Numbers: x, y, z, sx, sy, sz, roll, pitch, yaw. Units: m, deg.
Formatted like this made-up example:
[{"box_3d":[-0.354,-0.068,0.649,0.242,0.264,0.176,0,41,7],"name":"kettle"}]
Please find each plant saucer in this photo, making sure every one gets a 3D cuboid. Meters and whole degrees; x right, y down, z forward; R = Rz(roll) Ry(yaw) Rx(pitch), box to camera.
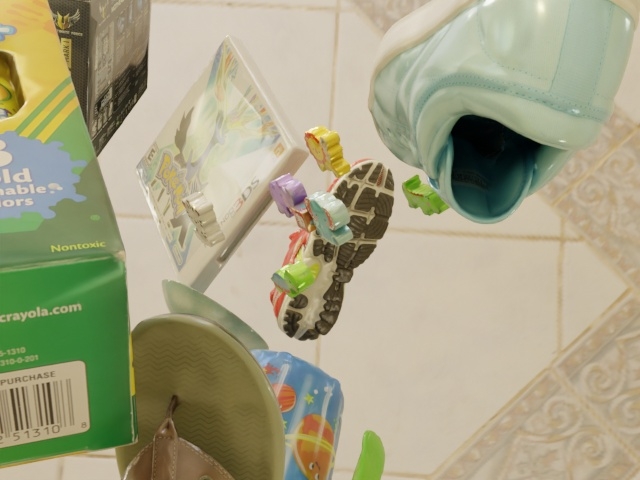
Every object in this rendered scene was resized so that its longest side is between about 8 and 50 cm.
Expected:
[{"box_3d":[-0.169,0.129,1.568,0.195,0.195,0.037,31,72,8],"name":"plant saucer"}]

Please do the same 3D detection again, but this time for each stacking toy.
[{"box_3d":[-0.010,-0.034,0.949,0.167,0.221,0.052,-31,120,-20],"name":"stacking toy"}]

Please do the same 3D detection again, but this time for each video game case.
[{"box_3d":[-0.168,-0.123,1.630,0.300,0.036,0.329,-51,42,21],"name":"video game case"}]

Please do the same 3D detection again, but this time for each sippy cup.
[{"box_3d":[-0.076,0.271,1.345,0.305,0.240,0.224,19,60,3],"name":"sippy cup"}]

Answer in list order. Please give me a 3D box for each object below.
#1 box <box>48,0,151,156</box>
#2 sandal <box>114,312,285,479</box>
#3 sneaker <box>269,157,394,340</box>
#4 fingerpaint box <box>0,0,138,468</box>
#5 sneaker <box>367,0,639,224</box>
[{"box_3d":[-0.234,-0.205,1.093,0.059,0.183,0.232,11,32,1],"name":"box"},{"box_3d":[-0.083,0.195,0.681,0.120,0.086,0.302,-4,76,2],"name":"sandal"},{"box_3d":[0.000,0.000,1.429,0.107,0.118,0.279,19,108,-32],"name":"sneaker"},{"box_3d":[-0.371,-0.012,0.658,0.445,0.163,0.371,-8,38,-17],"name":"fingerpaint box"},{"box_3d":[0.100,-0.082,0.746,0.135,0.366,0.150,17,78,-5],"name":"sneaker"}]
